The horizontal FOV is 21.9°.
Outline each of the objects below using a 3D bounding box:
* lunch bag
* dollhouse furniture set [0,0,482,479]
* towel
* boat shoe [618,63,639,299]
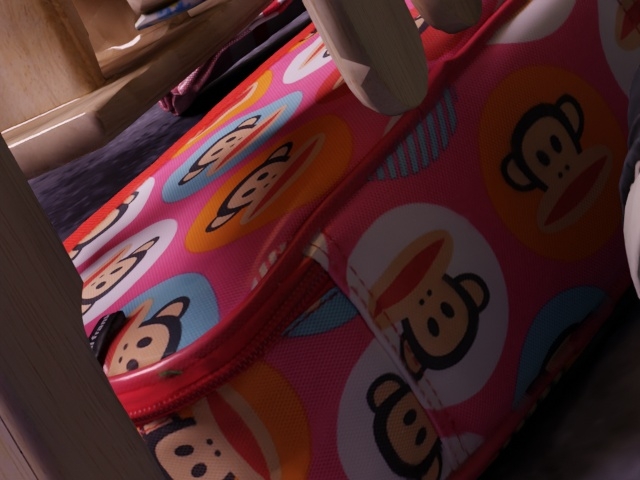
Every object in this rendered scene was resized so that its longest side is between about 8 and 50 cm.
[{"bbox_3d":[0.000,0.000,0.634,0.293,0.120,0.258,-46,18,-29],"label":"lunch bag"},{"bbox_3d":[-0.071,-0.006,0.458,0.212,0.161,0.242,-21,16,25],"label":"dollhouse furniture set"},{"bbox_3d":[0.024,-0.192,1.132,0.329,0.037,0.237,-35,4,-4],"label":"towel"},{"bbox_3d":[0.231,-0.089,0.458,0.340,0.127,0.113,-36,28,19],"label":"boat shoe"}]
